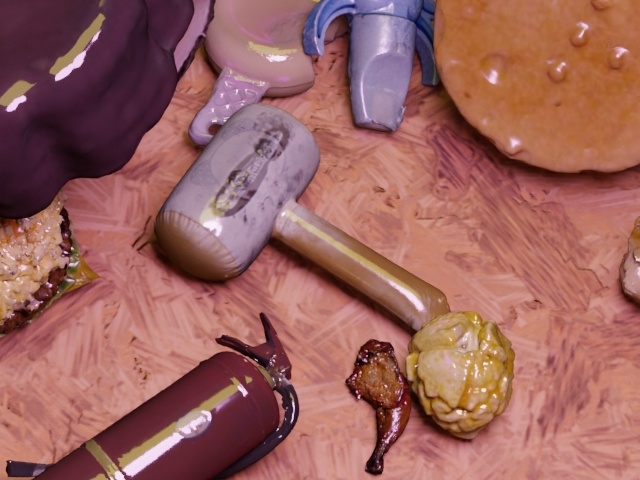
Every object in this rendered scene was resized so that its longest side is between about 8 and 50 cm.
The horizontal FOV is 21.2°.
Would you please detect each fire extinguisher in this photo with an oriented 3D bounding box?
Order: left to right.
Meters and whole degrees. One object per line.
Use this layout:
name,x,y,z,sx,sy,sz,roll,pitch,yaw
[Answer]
fire extinguisher,-0.153,0.186,1.556,0.341,0.105,0.141,-34,65,-26

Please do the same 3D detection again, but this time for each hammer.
hammer,0.000,0.000,1.727,0.305,0.113,0.202,31,63,8

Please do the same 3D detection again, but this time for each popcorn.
popcorn,0.140,0.122,1.642,0.116,0.106,0.121,39,27,-14

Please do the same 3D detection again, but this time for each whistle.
whistle,0.067,-0.252,1.892,0.180,0.093,0.269,12,78,-34

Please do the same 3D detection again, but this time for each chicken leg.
chicken leg,0.059,0.156,1.653,0.062,0.037,0.145,-18,53,7

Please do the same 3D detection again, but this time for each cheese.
cheese,-0.067,-0.204,1.893,0.163,0.082,0.286,17,55,7

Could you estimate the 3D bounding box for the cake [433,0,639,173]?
cake,0.297,-0.266,1.867,0.332,0.332,0.321,19,27,7

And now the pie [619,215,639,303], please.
pie,0.443,0.064,1.752,0.282,0.068,0.128,21,41,8

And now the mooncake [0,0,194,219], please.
mooncake,-0.303,-0.209,1.580,0.350,0.212,0.381,-44,62,-8

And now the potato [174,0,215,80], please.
potato,-0.271,-0.257,1.820,0.266,0.229,0.229,39,57,20

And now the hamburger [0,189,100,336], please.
hamburger,-0.354,-0.014,1.666,0.243,0.139,0.261,-33,64,-27
